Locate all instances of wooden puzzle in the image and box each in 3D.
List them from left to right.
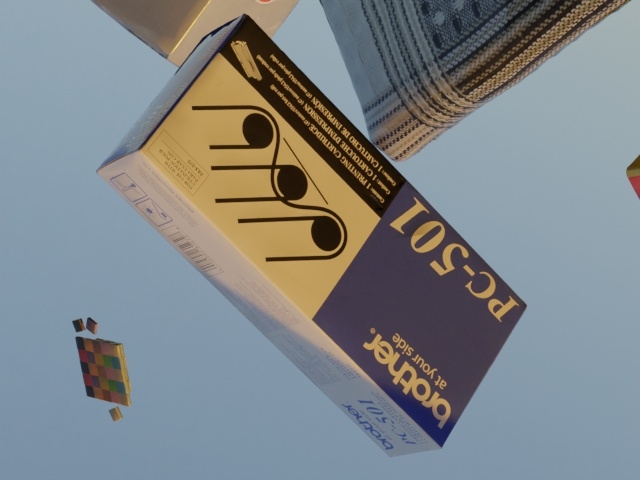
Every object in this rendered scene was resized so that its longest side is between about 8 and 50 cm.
[{"bbox_3d":[-0.163,0.097,1.374,0.049,0.083,0.006,8,-156,42],"label":"wooden puzzle"}]

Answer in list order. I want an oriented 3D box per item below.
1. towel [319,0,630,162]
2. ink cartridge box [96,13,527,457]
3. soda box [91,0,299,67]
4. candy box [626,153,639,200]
[{"bbox_3d":[0.059,-0.238,0.888,0.056,0.312,0.324,-10,-103,-30],"label":"towel"},{"bbox_3d":[0.000,0.000,0.877,0.207,0.046,0.097,46,-122,-17],"label":"ink cartridge box"},{"bbox_3d":[-0.028,-0.244,1.228,0.091,0.286,0.098,39,-175,25],"label":"soda box"},{"bbox_3d":[0.353,-0.097,0.944,0.268,0.317,0.122,-10,120,54],"label":"candy box"}]
